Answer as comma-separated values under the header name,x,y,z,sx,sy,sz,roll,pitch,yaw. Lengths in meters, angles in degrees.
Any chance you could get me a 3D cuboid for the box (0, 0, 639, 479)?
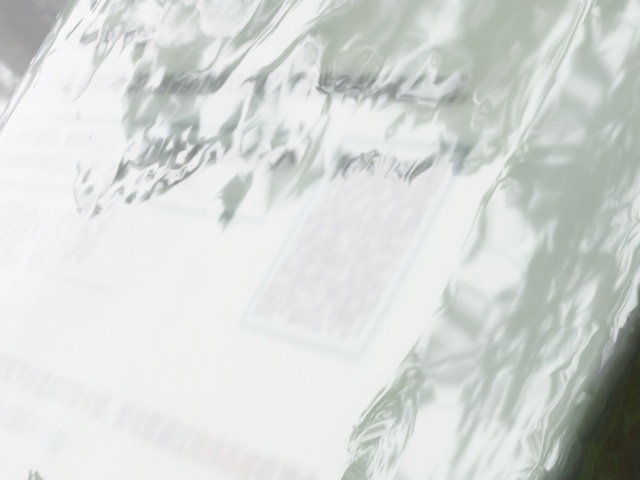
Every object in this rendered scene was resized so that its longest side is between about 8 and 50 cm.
name,x,y,z,sx,sy,sz,roll,pitch,yaw
box,0.001,0.001,0.526,0.111,0.396,0.397,34,-102,-29
